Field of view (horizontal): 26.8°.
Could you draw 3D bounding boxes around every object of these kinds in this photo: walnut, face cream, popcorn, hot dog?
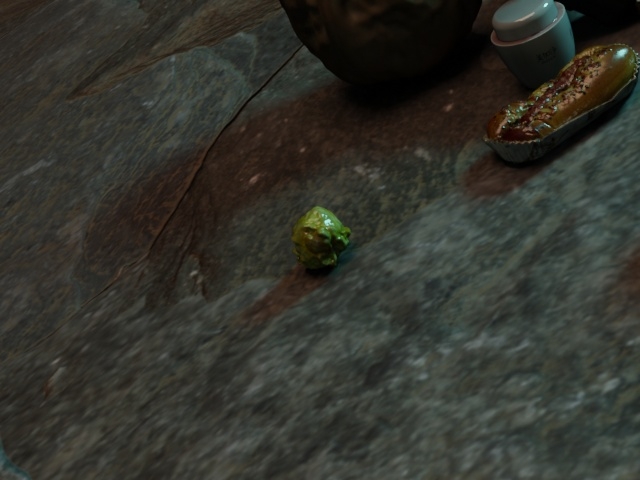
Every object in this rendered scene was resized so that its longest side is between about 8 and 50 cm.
[{"bbox_3d":[0.068,-0.331,1.706,0.227,0.273,0.273,-34,28,-20],"label":"walnut"},{"bbox_3d":[0.248,-0.232,1.554,0.091,0.095,0.091,-23,28,13],"label":"face cream"},{"bbox_3d":[0.002,-0.002,1.457,0.059,0.068,0.083,6,0,15],"label":"popcorn"},{"bbox_3d":[0.263,-0.152,1.456,0.191,0.059,0.108,-38,25,-10],"label":"hot dog"}]

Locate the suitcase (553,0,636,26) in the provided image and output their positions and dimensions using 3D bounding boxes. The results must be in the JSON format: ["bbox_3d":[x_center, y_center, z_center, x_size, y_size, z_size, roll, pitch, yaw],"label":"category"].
[{"bbox_3d":[0.282,-0.375,1.668,0.285,0.206,0.066,-83,15,-57],"label":"suitcase"}]

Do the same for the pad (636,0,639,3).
[{"bbox_3d":[0.471,-0.372,1.597,0.202,0.005,0.300,-5,39,16],"label":"pad"}]
